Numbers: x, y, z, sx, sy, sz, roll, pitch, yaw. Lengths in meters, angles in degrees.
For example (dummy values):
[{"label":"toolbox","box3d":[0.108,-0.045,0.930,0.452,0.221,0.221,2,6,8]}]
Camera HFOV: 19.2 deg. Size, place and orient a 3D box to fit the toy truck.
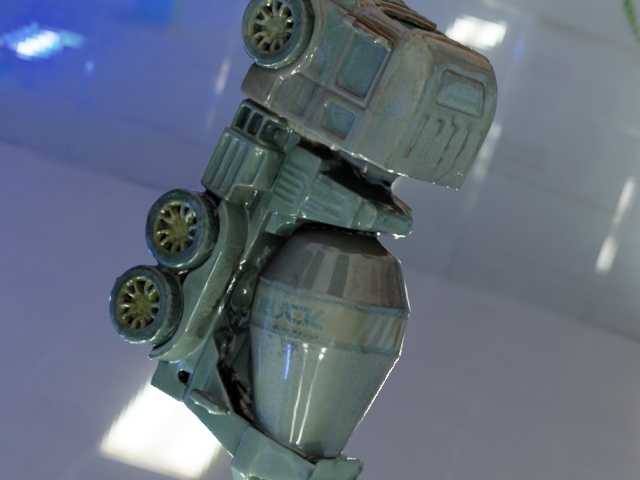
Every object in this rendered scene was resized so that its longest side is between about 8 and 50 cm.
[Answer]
[{"label":"toy truck","box3d":[0.000,0.000,0.966,0.140,0.257,0.108,32,-169,32]}]
